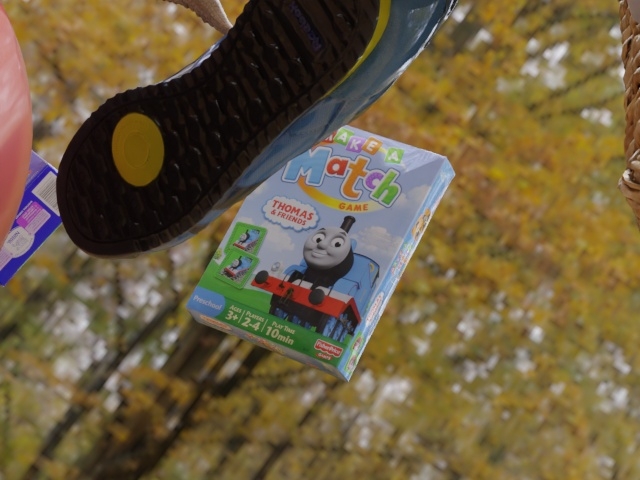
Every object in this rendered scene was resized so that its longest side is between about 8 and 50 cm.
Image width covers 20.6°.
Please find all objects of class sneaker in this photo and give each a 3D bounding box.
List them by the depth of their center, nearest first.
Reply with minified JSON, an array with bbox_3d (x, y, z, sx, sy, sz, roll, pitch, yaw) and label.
[{"bbox_3d":[-0.025,-0.054,0.734,0.209,0.082,0.069,-36,-105,34],"label":"sneaker"}]

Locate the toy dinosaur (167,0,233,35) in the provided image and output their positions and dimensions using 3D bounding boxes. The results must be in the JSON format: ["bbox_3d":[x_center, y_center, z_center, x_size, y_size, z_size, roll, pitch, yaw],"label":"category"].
[{"bbox_3d":[-0.191,-0.245,1.331,0.296,0.200,0.127,46,17,-36],"label":"toy dinosaur"}]

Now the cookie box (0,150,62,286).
[{"bbox_3d":[-0.225,-0.019,1.300,0.040,0.092,0.107,44,-5,-19],"label":"cookie box"}]

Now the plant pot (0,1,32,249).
[{"bbox_3d":[-0.258,-0.026,0.735,0.275,0.275,0.243,45,6,-19],"label":"plant pot"}]

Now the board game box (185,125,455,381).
[{"bbox_3d":[0.000,0.000,1.538,0.160,0.211,0.039,20,-19,27],"label":"board game box"}]

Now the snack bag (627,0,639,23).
[{"bbox_3d":[0.105,-0.207,0.622,0.342,0.037,0.323,-110,174,-81],"label":"snack bag"}]

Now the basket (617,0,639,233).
[{"bbox_3d":[0.304,-0.010,0.993,0.213,0.223,0.299,-14,-57,17],"label":"basket"}]
